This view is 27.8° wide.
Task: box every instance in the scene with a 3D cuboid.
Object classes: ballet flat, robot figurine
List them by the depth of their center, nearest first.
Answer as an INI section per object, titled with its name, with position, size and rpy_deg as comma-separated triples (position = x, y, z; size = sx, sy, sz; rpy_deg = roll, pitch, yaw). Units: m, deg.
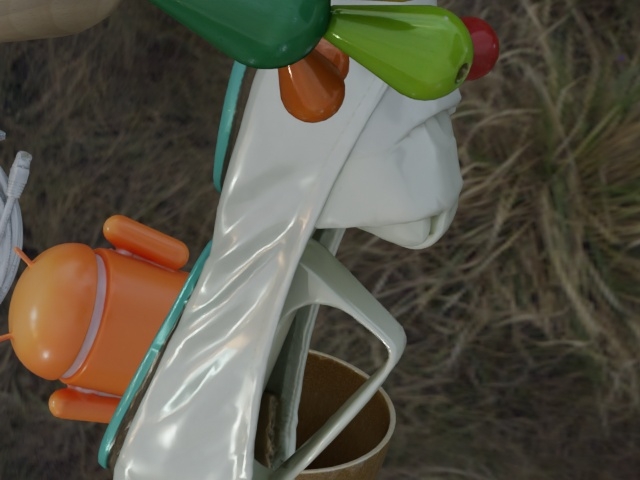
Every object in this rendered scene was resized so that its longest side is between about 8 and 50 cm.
[ballet flat]
position = 0.000, 0.000, 0.677
size = 0.139, 0.139, 0.400
rpy_deg = 17, 117, -11
[robot figurine]
position = -0.182, 0.073, 1.159
size = 0.219, 0.158, 0.128
rpy_deg = 17, 38, -28

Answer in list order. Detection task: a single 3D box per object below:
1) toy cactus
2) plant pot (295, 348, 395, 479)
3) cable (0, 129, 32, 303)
[toy cactus]
position = -0.052, -0.099, 0.374
size = 0.219, 0.180, 0.112
rpy_deg = 40, 120, 1
[plant pot]
position = -0.059, 0.275, 1.353
size = 0.237, 0.237, 0.254
rpy_deg = 3, 115, -13
[cable]
position = -0.441, -0.006, 1.343
size = 0.257, 0.089, 0.257
rpy_deg = 9, 94, -13
